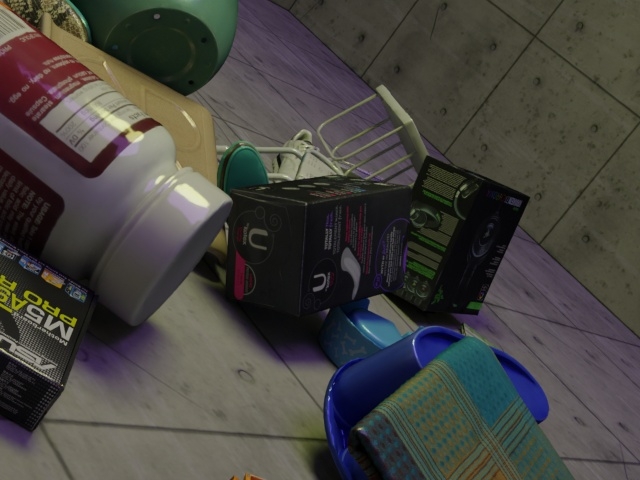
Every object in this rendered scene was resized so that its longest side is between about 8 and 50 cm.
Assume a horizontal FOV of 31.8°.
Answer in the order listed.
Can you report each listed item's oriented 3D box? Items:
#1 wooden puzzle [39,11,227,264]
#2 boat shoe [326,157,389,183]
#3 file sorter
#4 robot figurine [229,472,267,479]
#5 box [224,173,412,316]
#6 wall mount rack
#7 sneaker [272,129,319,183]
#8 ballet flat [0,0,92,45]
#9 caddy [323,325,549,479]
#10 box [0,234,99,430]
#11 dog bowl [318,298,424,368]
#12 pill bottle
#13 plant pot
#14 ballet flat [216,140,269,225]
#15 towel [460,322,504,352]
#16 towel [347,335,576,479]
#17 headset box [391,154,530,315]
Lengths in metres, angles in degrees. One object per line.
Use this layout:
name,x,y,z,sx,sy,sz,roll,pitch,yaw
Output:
wooden puzzle,-0.286,-0.138,1.647,0.348,0.080,0.322,31,33,-36
boat shoe,0.112,-0.103,2.495,0.267,0.096,0.088,24,23,-14
file sorter,0.137,-0.136,2.308,0.277,0.173,0.193,59,2,-32
robot figurine,0.003,0.321,1.049,0.291,0.085,0.211,33,15,-14
box,0.000,0.000,1.639,0.143,0.165,0.270,11,13,35
wall mount rack,-0.064,-0.092,2.032,0.304,0.130,0.350,38,15,-8
sneaker,-0.041,-0.151,2.290,0.090,0.095,0.235,31,18,-25
ballet flat,-0.569,-0.394,1.797,0.182,0.164,0.483,-16,46,-43
caddy,0.151,0.256,1.402,0.341,0.179,0.241,24,44,-39
box,-0.360,0.047,1.097,0.270,0.060,0.216,33,16,-13
dog bowl,0.121,0.183,1.723,0.297,0.074,0.166,27,18,-30
pill bottle,-0.310,-0.093,1.302,0.392,0.224,0.224,38,16,3
plant pot,-0.265,-0.368,1.823,0.293,0.293,0.235,26,34,-34
ballet flat,-0.113,-0.043,1.685,0.087,0.083,0.247,39,-32,55
towel,0.313,0.218,2.140,0.113,0.023,0.152,38,13,-5
towel,0.171,0.257,1.191,0.271,0.040,0.370,58,27,6
headset box,0.249,0.005,2.149,0.131,0.283,0.246,28,8,30
